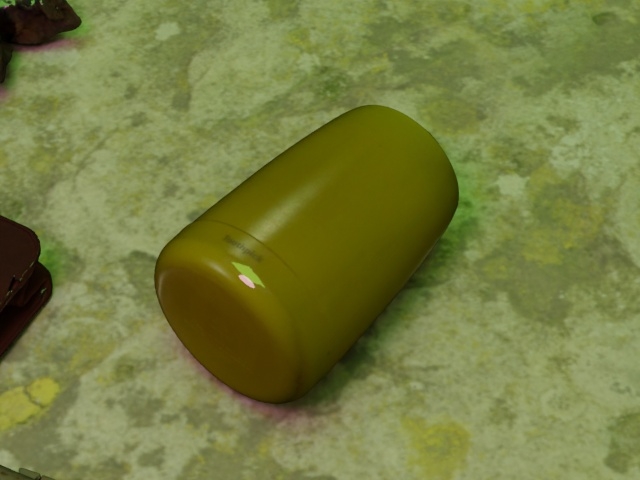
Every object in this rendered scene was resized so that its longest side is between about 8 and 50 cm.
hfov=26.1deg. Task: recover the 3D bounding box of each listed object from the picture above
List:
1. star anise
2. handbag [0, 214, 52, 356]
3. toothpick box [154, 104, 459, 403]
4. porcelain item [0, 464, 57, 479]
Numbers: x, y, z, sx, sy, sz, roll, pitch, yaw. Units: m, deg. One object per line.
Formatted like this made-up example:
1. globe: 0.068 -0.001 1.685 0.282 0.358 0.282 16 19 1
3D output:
1. star anise: -0.388 -0.240 1.447 0.220 0.099 0.214 -30 50 -21
2. handbag: -0.408 0.064 1.230 0.260 0.084 0.275 26 57 15
3. toothpick box: 0.000 0.000 1.225 0.175 0.175 0.271 33 56 22
4. porcelain item: -0.177 0.239 1.113 0.213 0.054 0.084 13 56 8
